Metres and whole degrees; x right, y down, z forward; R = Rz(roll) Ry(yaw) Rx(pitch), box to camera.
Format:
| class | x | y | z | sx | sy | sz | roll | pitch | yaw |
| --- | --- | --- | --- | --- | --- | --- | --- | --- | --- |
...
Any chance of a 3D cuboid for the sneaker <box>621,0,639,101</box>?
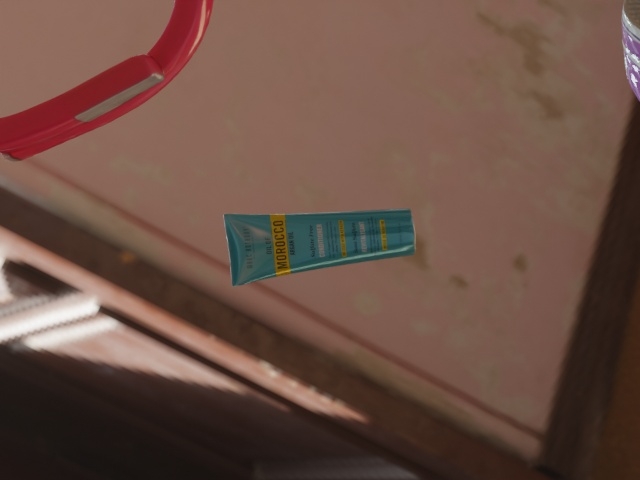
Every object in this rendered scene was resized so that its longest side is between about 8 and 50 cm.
| class | x | y | z | sx | sy | sz | roll | pitch | yaw |
| --- | --- | --- | --- | --- | --- | --- | --- | --- | --- |
| sneaker | 0.490 | -0.187 | 1.930 | 0.102 | 0.161 | 0.282 | -28 | 54 | -15 |

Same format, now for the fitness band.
| class | x | y | z | sx | sy | sz | roll | pitch | yaw |
| --- | --- | --- | --- | --- | --- | --- | --- | --- | --- |
| fitness band | -0.224 | -0.187 | 1.238 | 0.290 | 0.054 | 0.209 | -23 | 79 | 12 |

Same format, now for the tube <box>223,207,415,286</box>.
| class | x | y | z | sx | sy | sz | roll | pitch | yaw |
| --- | --- | --- | --- | --- | --- | --- | --- | --- | --- |
| tube | 0.000 | 0.000 | 1.688 | 0.052 | 0.207 | 0.080 | 132 | 132 | -85 |
